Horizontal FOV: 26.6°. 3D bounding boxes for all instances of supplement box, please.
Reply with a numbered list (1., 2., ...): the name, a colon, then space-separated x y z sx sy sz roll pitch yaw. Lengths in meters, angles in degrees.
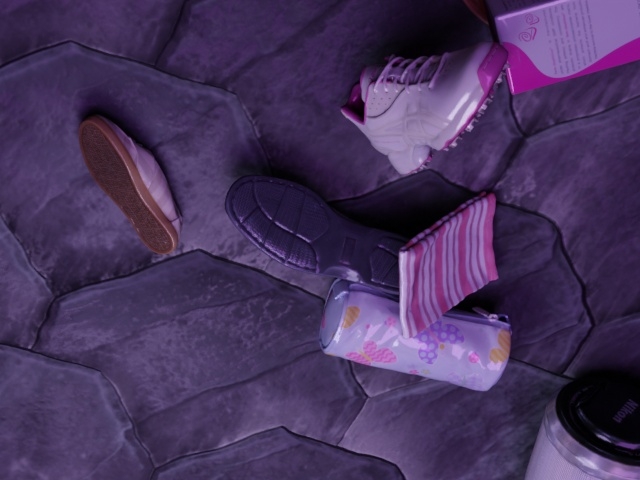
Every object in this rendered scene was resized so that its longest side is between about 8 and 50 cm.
1. supplement box: 0.316 -0.274 1.636 0.220 0.114 0.111 -15 124 4

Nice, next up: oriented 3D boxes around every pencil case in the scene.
1. pencil case: 0.135 0.133 1.930 0.273 0.113 0.124 13 138 -12

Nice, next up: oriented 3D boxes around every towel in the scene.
1. towel: 0.176 0.033 1.850 0.197 0.029 0.144 -33 131 -36

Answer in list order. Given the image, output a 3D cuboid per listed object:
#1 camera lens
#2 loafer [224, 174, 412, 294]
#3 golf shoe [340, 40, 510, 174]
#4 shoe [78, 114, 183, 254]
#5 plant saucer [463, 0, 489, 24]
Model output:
1. camera lens: 0.423 0.361 2.043 0.219 0.219 0.274 5 122 -8
2. loafer: 0.000 0.000 1.847 0.302 0.095 0.109 23 82 -16
3. golf shoe: 0.120 -0.177 1.660 0.140 0.115 0.306 35 154 -8
4. shoe: -0.248 -0.081 1.798 0.076 0.058 0.219 -6 125 37
5. plant saucer: 0.260 -0.353 1.668 0.200 0.037 0.200 -2 124 -4
